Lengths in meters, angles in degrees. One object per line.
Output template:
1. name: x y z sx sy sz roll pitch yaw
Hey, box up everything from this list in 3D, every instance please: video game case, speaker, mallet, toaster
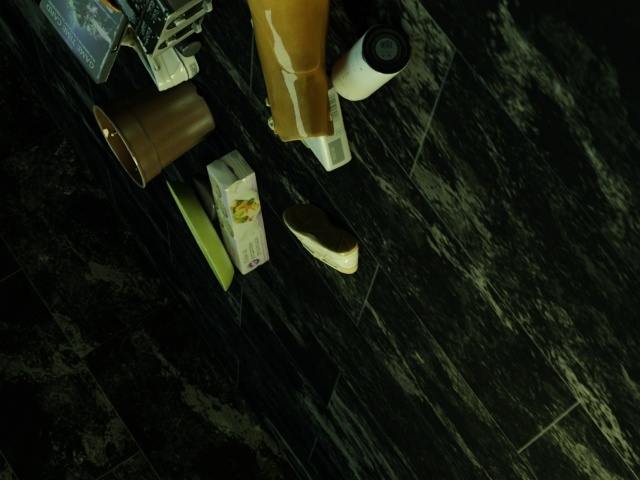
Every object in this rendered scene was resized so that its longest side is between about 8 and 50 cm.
1. video game case: -0.373 -0.422 2.142 0.196 0.026 0.274 52 137 20
2. speaker: 0.052 -0.190 1.409 0.055 0.055 0.136 58 166 -2
3. mallet: -0.210 -0.348 2.001 0.062 0.039 0.189 54 162 13
4. toaster: -0.233 -0.372 1.832 0.185 0.110 0.168 57 159 4

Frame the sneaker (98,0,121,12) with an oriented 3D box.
1. sneaker: -0.303 -0.453 1.943 0.123 0.106 0.290 41 154 11

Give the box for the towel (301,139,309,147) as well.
1. towel: -0.025 -0.162 1.822 0.060 0.009 0.083 55 166 7

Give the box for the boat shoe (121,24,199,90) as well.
1. boat shoe: -0.310 -0.362 2.186 0.267 0.088 0.096 54 166 12

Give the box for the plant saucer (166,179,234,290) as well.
1. plant saucer: -0.223 -0.017 2.493 0.241 0.037 0.241 60 173 12

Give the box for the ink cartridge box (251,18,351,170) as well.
1. ink cartridge box: -0.025 -0.197 1.709 0.179 0.045 0.145 58 170 37

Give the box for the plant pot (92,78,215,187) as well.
1. plant pot: -0.285 -0.205 2.283 0.167 0.165 0.167 52 165 19

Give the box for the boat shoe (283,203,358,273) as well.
1. boat shoe: 0.000 0.000 1.975 0.170 0.063 0.059 40 152 48

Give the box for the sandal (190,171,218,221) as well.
1. sandal: -0.213 -0.089 2.543 0.254 0.055 0.097 180 66 -83

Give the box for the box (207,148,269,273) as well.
1. box: -0.146 -0.046 2.365 0.067 0.063 0.324 53 165 24

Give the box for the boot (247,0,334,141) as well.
1. boot: -0.021 -0.214 1.384 0.295 0.104 0.211 139 122 -87
